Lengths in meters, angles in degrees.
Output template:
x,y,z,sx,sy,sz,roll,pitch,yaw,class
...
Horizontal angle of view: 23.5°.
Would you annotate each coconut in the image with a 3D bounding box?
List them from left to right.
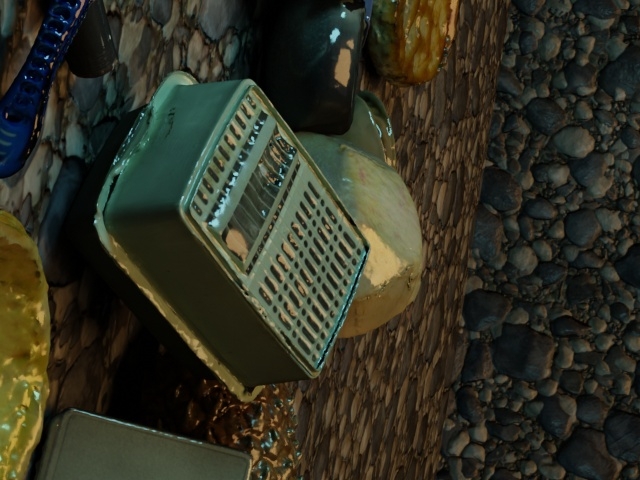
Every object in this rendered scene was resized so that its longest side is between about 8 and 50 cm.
x,y,z,sx,sy,sz,roll,pitch,yaw,class
0.000,0.000,1.840,0.259,0.259,0.259,10,90,-75,coconut

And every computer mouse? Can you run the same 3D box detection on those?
x,y,z,sx,sy,sz,roll,pitch,yaw,class
-0.007,-0.225,1.904,0.374,0.114,0.203,-39,136,-86,computer mouse

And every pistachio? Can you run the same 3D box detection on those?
x,y,z,sx,sy,sz,roll,pitch,yaw,class
0.042,-0.095,2.127,0.136,0.136,0.226,-18,115,-73,pistachio

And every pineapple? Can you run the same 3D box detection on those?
x,y,z,sx,sy,sz,roll,pitch,yaw,class
-0.119,0.151,1.656,0.202,0.202,0.362,55,32,-69,pineapple

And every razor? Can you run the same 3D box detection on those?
x,y,z,sx,sy,sz,roll,pitch,yaw,class
-0.196,-0.198,1.234,0.056,0.093,0.324,-104,-141,-79,razor

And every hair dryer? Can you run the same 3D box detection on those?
x,y,z,sx,sy,sz,roll,pitch,yaw,class
-0.192,-0.269,1.343,0.173,0.050,0.195,83,18,-49,hair dryer

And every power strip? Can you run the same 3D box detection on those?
x,y,z,sx,sy,sz,roll,pitch,yaw,class
-0.187,0.276,1.488,0.064,0.213,0.198,178,-72,-71,power strip

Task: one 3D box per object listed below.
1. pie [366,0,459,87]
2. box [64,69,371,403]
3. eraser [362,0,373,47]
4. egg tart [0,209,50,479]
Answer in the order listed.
x,y,z,sx,sy,sz,roll,pitch,yaw,class
0.141,-0.387,2.401,0.315,0.092,0.315,10,90,-70,pie
-0.095,-0.003,1.476,0.290,0.166,0.220,54,44,-34,box
0.061,-0.377,2.117,0.082,0.036,0.225,111,-10,-66,eraser
-0.289,0.096,1.074,0.294,0.123,0.294,6,90,-76,egg tart
